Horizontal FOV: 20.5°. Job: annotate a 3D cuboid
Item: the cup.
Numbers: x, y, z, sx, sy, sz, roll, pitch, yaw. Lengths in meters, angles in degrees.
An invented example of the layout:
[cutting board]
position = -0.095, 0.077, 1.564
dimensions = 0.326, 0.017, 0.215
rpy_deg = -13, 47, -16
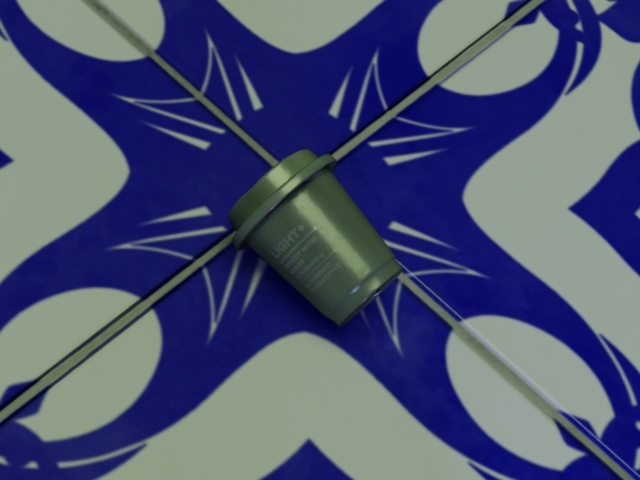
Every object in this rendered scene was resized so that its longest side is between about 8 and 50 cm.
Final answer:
[cup]
position = 0.000, 0.000, 1.574
dimensions = 0.141, 0.120, 0.120
rpy_deg = 47, 59, 9
